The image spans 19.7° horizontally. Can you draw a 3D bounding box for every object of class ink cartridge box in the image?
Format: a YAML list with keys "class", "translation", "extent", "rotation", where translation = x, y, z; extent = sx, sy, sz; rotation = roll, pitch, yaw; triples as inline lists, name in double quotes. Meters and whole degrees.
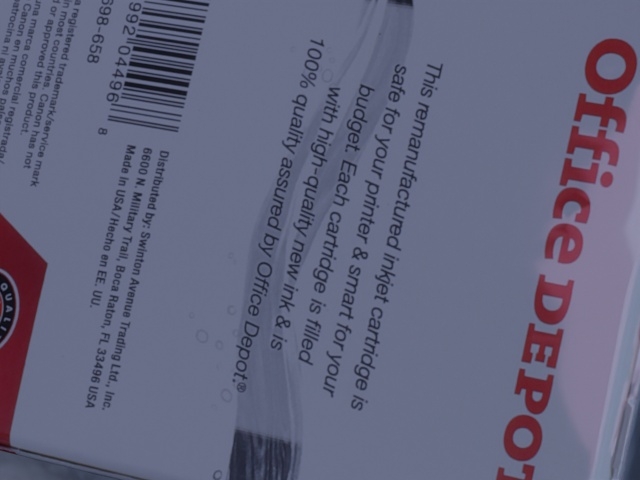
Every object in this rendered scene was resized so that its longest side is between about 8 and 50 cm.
- class: "ink cartridge box"
  translation: [0.000, 0.000, 0.666]
  extent: [0.273, 0.114, 0.197]
  rotation: [11, 85, 22]
